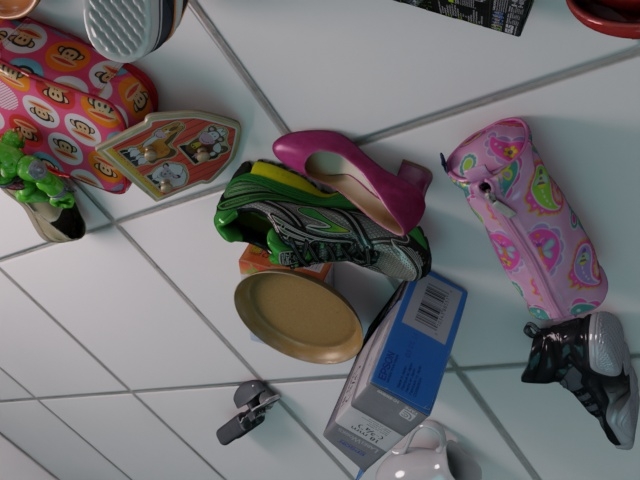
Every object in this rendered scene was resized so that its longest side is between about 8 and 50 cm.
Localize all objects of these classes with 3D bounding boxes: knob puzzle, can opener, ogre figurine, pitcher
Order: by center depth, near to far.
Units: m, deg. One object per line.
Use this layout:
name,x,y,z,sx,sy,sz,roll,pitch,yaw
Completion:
knob puzzle,-0.207,-0.129,1.098,0.213,0.030,0.213,-13,150,-8
ogre figurine,-0.485,-0.113,1.136,0.197,0.097,0.118,40,158,5
pitcher,0.205,0.470,1.530,0.207,0.125,0.178,-30,94,35
can opener,-0.181,0.401,1.723,0.095,0.076,0.283,60,142,12

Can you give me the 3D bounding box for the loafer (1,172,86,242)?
loafer,-0.507,-0.091,1.346,0.092,0.102,0.268,11,147,18

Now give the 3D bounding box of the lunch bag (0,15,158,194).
lunch bag,-0.406,-0.196,1.149,0.293,0.120,0.258,25,141,3

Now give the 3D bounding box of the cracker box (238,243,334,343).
cracker box,-0.055,0.111,1.318,0.155,0.067,0.232,15,138,15

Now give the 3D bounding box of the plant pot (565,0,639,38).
plant pot,0.285,-0.282,0.606,0.191,0.191,0.174,1,142,30

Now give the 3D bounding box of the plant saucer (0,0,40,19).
plant saucer,-0.462,-0.408,1.008,0.200,0.037,0.200,14,134,15

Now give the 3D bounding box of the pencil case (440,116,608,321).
pencil case,0.269,-0.020,0.946,0.124,0.124,0.284,-12,127,38

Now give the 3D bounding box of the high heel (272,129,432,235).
high heel,0.030,-0.079,1.022,0.244,0.117,0.082,20,140,10

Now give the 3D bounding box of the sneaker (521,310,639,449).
sneaker,0.406,0.219,1.145,0.153,0.101,0.269,-4,125,34

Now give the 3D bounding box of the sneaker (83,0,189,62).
sneaker,-0.206,-0.378,0.845,0.126,0.127,0.321,19,121,5

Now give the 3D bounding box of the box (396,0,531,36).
box,0.125,-0.268,0.729,0.184,0.190,0.045,22,96,11

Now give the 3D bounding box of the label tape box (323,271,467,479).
label tape box,0.104,0.232,1.217,0.106,0.241,0.334,28,141,0

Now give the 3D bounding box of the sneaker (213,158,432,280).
sneaker,0.000,0.000,1.104,0.343,0.146,0.134,16,139,13

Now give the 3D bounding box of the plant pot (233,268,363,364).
plant pot,-0.034,0.126,1.245,0.236,0.032,0.236,15,139,14
